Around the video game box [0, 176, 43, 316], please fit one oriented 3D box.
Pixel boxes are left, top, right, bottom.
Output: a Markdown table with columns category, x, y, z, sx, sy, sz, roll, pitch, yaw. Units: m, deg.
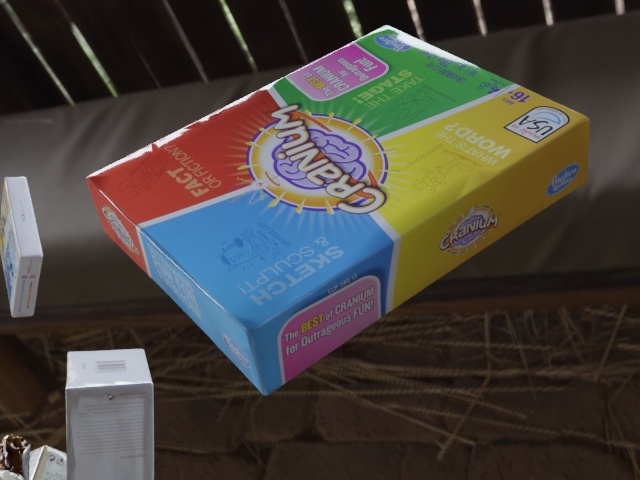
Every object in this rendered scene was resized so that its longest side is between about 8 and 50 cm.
| category | x | y | z | sx | sy | sz | roll | pitch | yaw |
| --- | --- | --- | --- | --- | --- | --- | --- | --- | --- |
| video game box | -0.583 | 0.013 | 1.698 | 0.048 | 0.187 | 0.205 | -2 | 49 | -30 |

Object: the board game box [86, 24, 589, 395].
| category | x | y | z | sx | sy | sz | roll | pitch | yaw |
| --- | --- | --- | --- | --- | --- | --- | --- | --- | --- |
| board game box | 0.013 | -0.048 | 0.693 | 0.316 | 0.064 | 0.242 | -32 | 45 | -23 |

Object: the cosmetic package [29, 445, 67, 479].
| category | x | y | z | sx | sy | sz | roll | pitch | yaw |
| --- | --- | --- | --- | --- | --- | --- | --- | --- | --- |
| cosmetic package | -0.492 | 0.514 | 1.443 | 0.160 | 0.113 | 0.310 | -30 | 37 | 37 |

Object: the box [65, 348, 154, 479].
| category | x | y | z | sx | sy | sz | roll | pitch | yaw |
| --- | --- | --- | --- | --- | --- | --- | --- | --- | --- |
| box | -0.236 | 0.221 | 0.977 | 0.091 | 0.171 | 0.130 | -1 | 9 | -16 |

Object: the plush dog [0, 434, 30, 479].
| category | x | y | z | sx | sy | sz | roll | pitch | yaw |
| --- | --- | --- | --- | --- | --- | --- | --- | --- | --- |
| plush dog | -0.393 | 0.296 | 0.838 | 0.225 | 0.262 | 0.211 | -2 | 60 | -21 |
